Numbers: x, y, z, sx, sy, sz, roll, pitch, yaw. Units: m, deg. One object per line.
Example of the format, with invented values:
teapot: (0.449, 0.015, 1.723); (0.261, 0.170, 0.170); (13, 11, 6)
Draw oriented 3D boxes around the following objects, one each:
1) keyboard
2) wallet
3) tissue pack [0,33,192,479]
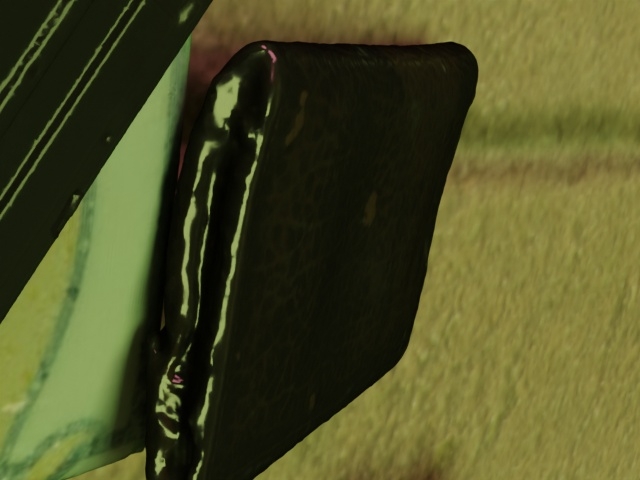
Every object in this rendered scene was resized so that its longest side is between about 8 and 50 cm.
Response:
keyboard: (-0.147, 0.056, 0.510); (0.103, 0.041, 0.381); (43, 70, -50)
wallet: (0.000, 0.000, 0.751); (0.321, 0.044, 0.170); (-19, 124, -72)
tissue pack: (-0.188, -0.012, 0.551); (0.311, 0.128, 0.228); (-14, 118, -44)
